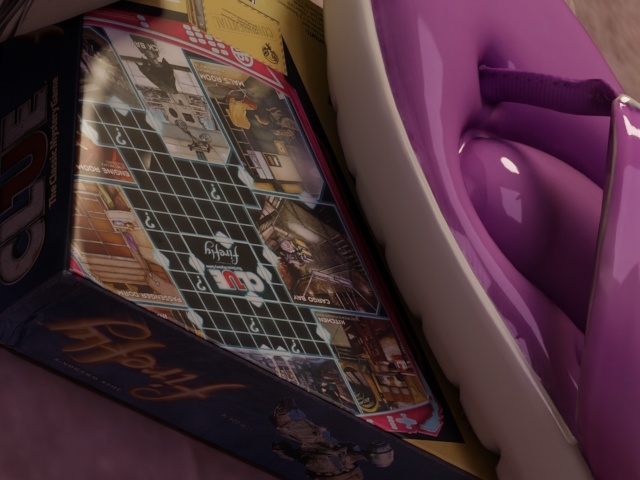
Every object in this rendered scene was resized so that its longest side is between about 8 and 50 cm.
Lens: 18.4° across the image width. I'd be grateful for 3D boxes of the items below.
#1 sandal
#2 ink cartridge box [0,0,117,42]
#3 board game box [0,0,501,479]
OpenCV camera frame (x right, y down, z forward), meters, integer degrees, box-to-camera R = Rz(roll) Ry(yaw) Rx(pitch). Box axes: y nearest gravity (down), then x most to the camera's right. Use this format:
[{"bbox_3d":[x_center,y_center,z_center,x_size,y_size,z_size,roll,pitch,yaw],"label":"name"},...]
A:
[{"bbox_3d":[0.129,0.053,0.645,0.169,0.102,0.416,-2,67,-54],"label":"sandal"},{"bbox_3d":[-0.114,-0.130,0.523,0.203,0.086,0.148,-29,79,-48],"label":"ink cartridge box"},{"bbox_3d":[0.000,0.000,0.651,0.243,0.042,0.165,31,43,-36],"label":"board game box"}]
